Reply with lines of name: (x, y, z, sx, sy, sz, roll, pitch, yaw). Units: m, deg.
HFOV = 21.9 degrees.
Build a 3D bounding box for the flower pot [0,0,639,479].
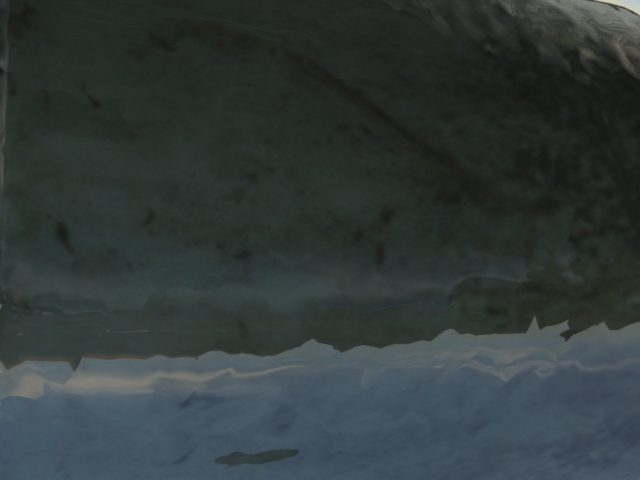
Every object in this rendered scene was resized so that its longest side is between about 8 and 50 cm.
flower pot: (0.000, 0.000, 0.716, 0.330, 0.294, 0.293, 5, -141, -14)
